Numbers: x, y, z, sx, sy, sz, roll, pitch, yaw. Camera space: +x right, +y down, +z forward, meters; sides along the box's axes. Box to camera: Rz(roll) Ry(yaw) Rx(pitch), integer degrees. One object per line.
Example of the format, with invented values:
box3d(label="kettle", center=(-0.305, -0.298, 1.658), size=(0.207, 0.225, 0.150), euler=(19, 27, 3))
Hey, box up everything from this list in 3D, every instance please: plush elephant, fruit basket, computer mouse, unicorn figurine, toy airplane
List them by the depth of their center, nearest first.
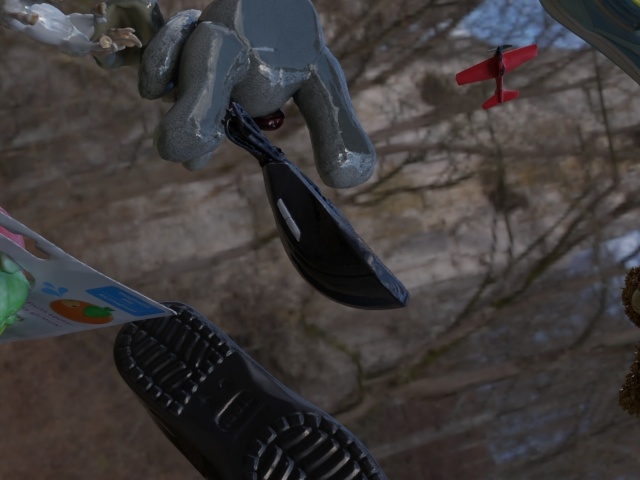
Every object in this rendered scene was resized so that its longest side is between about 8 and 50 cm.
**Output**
box3d(label="fruit basket", center=(-0.355, 0.033, 1.041), size=(0.353, 0.327, 0.165), euler=(-5, -119, 40))
box3d(label="unicorn figurine", center=(-0.243, -0.197, 1.065), size=(0.111, 0.162, 0.060), euler=(7, -116, 55))
box3d(label="computer mouse", center=(0.000, 0.000, 1.106), size=(0.262, 0.060, 0.184), euler=(50, 3, 36))
box3d(label="plush elephant", center=(-0.124, -0.197, 1.459), size=(0.255, 0.272, 0.330), euler=(-24, -110, 55))
box3d(label="toy airplane", center=(0.293, -0.269, 2.039), size=(0.151, 0.151, 0.028), euler=(108, -36, -49))

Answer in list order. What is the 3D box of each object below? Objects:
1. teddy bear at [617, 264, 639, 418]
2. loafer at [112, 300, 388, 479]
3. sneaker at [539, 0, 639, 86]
box3d(label="teddy bear", center=(0.474, 0.169, 1.592), size=(0.245, 0.113, 0.338), euler=(177, -90, -67))
box3d(label="loafer", center=(-0.055, 0.210, 1.231), size=(0.366, 0.134, 0.130), euler=(47, -17, 12))
box3d(label="sneaker", center=(0.385, -0.216, 1.252), size=(0.127, 0.319, 0.208), euler=(-64, -168, -3))
